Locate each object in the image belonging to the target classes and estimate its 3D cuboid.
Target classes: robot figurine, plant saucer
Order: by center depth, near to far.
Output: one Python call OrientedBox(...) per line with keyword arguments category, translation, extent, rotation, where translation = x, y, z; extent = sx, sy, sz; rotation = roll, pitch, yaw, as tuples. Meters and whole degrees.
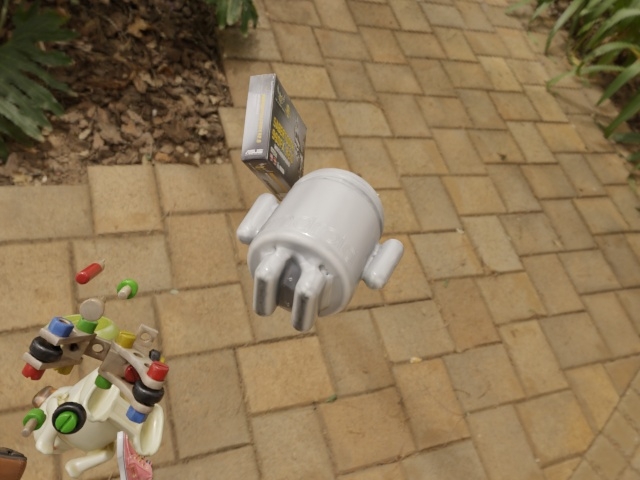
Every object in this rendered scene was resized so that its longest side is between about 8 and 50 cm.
OrientedBox(category="robot figurine", translation=(0.000, 0.000, 0.986), extent=(0.300, 0.199, 0.353), rotation=(22, 44, 8))
OrientedBox(category="plant saucer", translation=(-0.779, 0.285, 1.743), extent=(0.241, 0.241, 0.037), rotation=(1, 101, -24))

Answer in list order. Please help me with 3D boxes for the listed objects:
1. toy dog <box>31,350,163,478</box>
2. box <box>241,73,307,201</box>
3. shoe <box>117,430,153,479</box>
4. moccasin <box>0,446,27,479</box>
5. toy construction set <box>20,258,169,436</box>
OrientedBox(category="toy dog", translation=(-0.723, 0.516, 1.666), extent=(0.284, 0.408, 0.395), rotation=(48, 27, -38))
OrientedBox(category="box", translation=(-0.089, -0.204, 1.119), extent=(0.056, 0.231, 0.183), rotation=(0, 74, 15))
OrientedBox(category="shoe", translation=(-0.490, 0.583, 1.421), extent=(0.081, 0.063, 0.178), rotation=(-6, 100, -16))
OrientedBox(category="moccasin", translation=(-0.816, 0.470, 1.102), extent=(0.380, 0.139, 0.147), rotation=(43, 55, -44))
OrientedBox(category="toy construction set", translation=(-0.419, 0.189, 1.058), extent=(0.258, 0.237, 0.308), rotation=(2, 98, -9))
